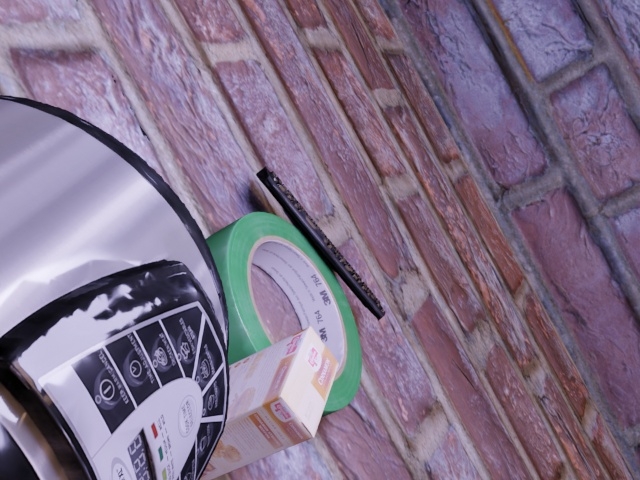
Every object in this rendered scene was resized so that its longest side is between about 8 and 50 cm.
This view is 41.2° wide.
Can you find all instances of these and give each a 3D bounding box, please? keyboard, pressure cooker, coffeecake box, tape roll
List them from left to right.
[{"bbox_3d":[-0.283,0.132,0.546,0.370,0.375,0.420,39,29,-4],"label":"pressure cooker"},{"bbox_3d":[-0.082,0.200,1.033,0.068,0.185,0.142,54,27,-15],"label":"coffeecake box"},{"bbox_3d":[-0.060,0.115,1.284,0.321,0.077,0.321,42,33,-35],"label":"tape roll"},{"bbox_3d":[0.000,0.000,1.468,0.317,0.033,0.201,51,-3,-16],"label":"keyboard"}]
